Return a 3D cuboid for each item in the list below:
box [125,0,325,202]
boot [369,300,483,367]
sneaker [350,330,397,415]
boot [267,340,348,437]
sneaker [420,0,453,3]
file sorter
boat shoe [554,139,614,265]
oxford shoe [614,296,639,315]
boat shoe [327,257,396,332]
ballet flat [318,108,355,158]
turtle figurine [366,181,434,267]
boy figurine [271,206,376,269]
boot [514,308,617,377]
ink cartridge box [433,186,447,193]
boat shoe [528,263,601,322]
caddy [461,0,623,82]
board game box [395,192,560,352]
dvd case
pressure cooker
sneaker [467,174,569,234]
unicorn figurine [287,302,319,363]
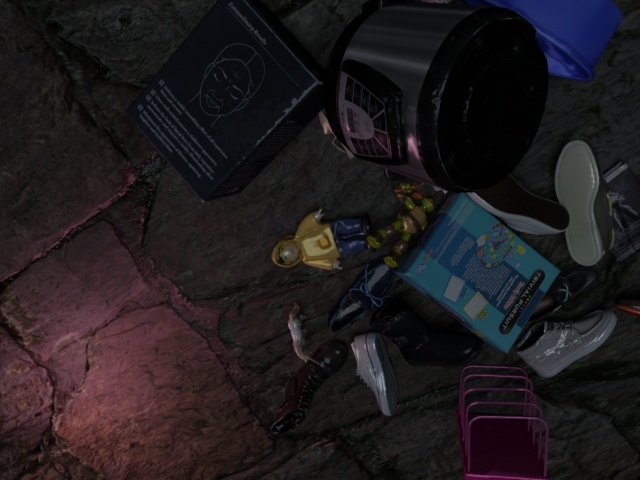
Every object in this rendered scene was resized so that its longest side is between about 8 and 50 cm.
[{"bbox_3d":[-0.204,-0.335,1.409,0.395,0.212,0.293,-42,87,19],"label":"box"},{"bbox_3d":[0.272,0.242,1.548,0.246,0.094,0.207,-15,129,41],"label":"boot"},{"bbox_3d":[0.152,0.377,1.681,0.091,0.094,0.258,-8,103,30],"label":"sneaker"},{"bbox_3d":[-0.029,0.417,1.635,0.091,0.229,0.263,42,109,-6],"label":"boot"},{"bbox_3d":[0.275,-0.559,1.363,0.134,0.070,0.051,-37,101,18],"label":"sneaker"},{"bbox_3d":[0.471,0.468,1.549,0.202,0.291,0.182,0,105,8],"label":"file sorter"},{"bbox_3d":[0.645,-0.096,1.427,0.109,0.091,0.305,5,110,53],"label":"boat shoe"},{"bbox_3d":[0.890,0.152,1.500,0.271,0.097,0.099,2,88,3],"label":"oxford shoe"},{"bbox_3d":[0.119,0.164,1.607,0.109,0.089,0.258,33,109,-3],"label":"boat shoe"},{"bbox_3d":[0.038,-0.274,1.498,0.052,0.057,0.168,-40,98,27],"label":"ballet flat"},{"bbox_3d":[0.217,-0.053,1.508,0.217,0.087,0.270,-44,116,-13],"label":"turtle figurine"},{"bbox_3d":[0.000,0.000,1.573,0.285,0.092,0.177,-11,108,8],"label":"boy figurine"},{"bbox_3d":[0.639,0.248,1.552,0.123,0.095,0.258,38,110,-12],"label":"boot"},{"bbox_3d":[0.328,-0.188,1.463,0.143,0.090,0.092,-33,100,16],"label":"ink cartridge box"},{"bbox_3d":[0.624,0.138,1.531,0.233,0.079,0.084,-34,98,15],"label":"boat shoe"},{"bbox_3d":[0.465,-0.470,1.277,0.341,0.241,0.179,33,103,-2],"label":"caddy"},{"bbox_3d":[0.394,0.078,1.476,0.336,0.079,0.254,37,82,-10],"label":"board game box"},{"bbox_3d":[0.751,-0.068,1.477,0.164,0.018,0.221,-41,98,19],"label":"dvd case"},{"bbox_3d":[0.215,-0.315,1.270,0.375,0.420,0.370,28,92,-44],"label":"pressure cooker"},{"bbox_3d":[0.449,-0.082,1.435,0.290,0.123,0.106,27,73,-11],"label":"sneaker"},{"bbox_3d":[-0.058,0.265,1.654,0.060,0.111,0.162,-25,102,15],"label":"unicorn figurine"}]
